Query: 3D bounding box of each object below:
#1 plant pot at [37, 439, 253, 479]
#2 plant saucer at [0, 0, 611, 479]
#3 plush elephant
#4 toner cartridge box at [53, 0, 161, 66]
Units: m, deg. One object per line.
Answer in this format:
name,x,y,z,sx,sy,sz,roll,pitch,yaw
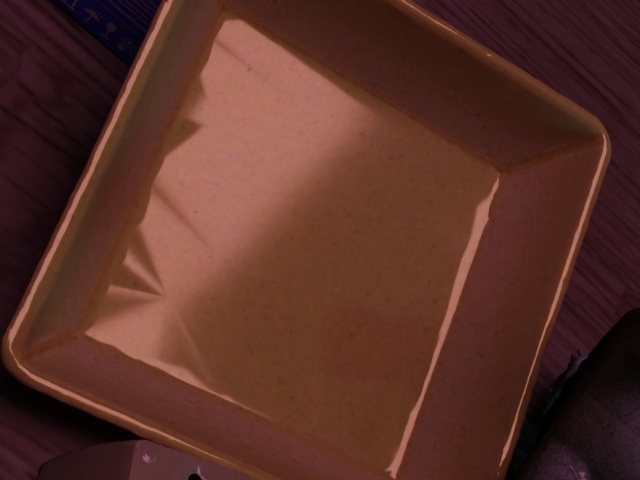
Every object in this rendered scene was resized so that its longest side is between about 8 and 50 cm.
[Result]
plant pot,-0.093,0.167,0.694,0.109,0.096,0.109,24,50,-24
plant saucer,0.000,0.000,0.831,0.333,0.081,0.332,28,72,-20
plush elephant,0.268,0.176,0.830,0.255,0.271,0.330,37,3,6
toner cartridge box,-0.053,-0.162,0.964,0.348,0.075,0.165,40,47,-9
